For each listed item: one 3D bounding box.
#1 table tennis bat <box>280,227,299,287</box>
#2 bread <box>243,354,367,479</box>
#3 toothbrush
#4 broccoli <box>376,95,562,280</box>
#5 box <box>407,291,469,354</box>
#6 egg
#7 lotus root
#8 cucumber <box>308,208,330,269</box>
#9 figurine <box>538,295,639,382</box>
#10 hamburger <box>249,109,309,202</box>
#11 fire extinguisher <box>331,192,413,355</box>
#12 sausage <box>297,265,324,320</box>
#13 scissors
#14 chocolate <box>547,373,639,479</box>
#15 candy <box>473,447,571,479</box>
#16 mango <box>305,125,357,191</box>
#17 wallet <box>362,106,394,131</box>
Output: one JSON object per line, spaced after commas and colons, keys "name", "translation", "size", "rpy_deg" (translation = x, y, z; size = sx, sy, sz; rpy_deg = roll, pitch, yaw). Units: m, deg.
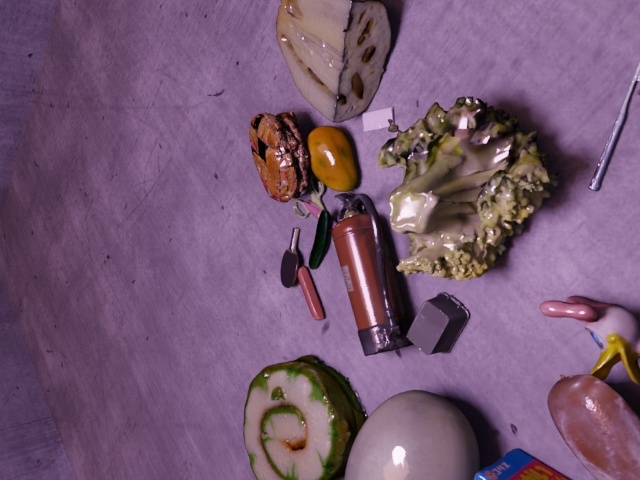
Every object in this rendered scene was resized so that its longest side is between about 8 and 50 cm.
{"name": "table tennis bat", "translation": [-0.076, 0.045, 1.485], "size": [0.095, 0.014, 0.158], "rpy_deg": [21, 102, 62]}
{"name": "bread", "translation": [-0.044, 0.487, 1.422], "size": [0.366, 0.129, 0.382], "rpy_deg": [-30, 73, 41]}
{"name": "toothbrush", "translation": [0.487, -0.185, 0.938], "size": [0.019, 0.016, 0.219], "rpy_deg": [26, 110, 31]}
{"name": "broccoli", "translation": [0.212, -0.083, 1.021], "size": [0.293, 0.281, 0.348], "rpy_deg": [42, 120, 20]}
{"name": "box", "translation": [0.235, 0.172, 1.171], "size": [0.084, 0.069, 0.122], "rpy_deg": [39, 119, 35]}
{"name": "egg", "translation": [0.176, 0.462, 1.121], "size": [0.258, 0.258, 0.352], "rpy_deg": [30, 116, 39]}
{"name": "lotus root", "translation": [0.020, -0.444, 1.287], "size": [0.260, 0.149, 0.267], "rpy_deg": [44, 140, 37]}
{"name": "cucumber", "translation": [0.000, 0.000, 1.393], "size": [0.036, 0.033, 0.184], "rpy_deg": [24, 123, 14]}
{"name": "figurine", "translation": [0.538, 0.172, 0.823], "size": [0.421, 0.154, 0.193], "rpy_deg": [7, 93, 42]}
{"name": "hamburger", "translation": [-0.097, -0.200, 1.389], "size": [0.231, 0.107, 0.231], "rpy_deg": [171, 90, -69]}
{"name": "fire extinguisher", "translation": [0.117, 0.048, 1.235], "size": [0.200, 0.113, 0.376], "rpy_deg": [-30, 72, 53]}
{"name": "sausage", "translation": [-0.026, 0.132, 1.445], "size": [0.147, 0.035, 0.030], "rpy_deg": [67, 155, 16]}
{"name": "scissors", "translation": [0.002, -0.065, 1.411], "size": [0.187, 0.020, 0.133], "rpy_deg": [56, 134, 25]}
{"name": "chocolate", "translation": [0.453, 0.334, 0.894], "size": [0.261, 0.083, 0.161], "rpy_deg": [52, 163, 14]}
{"name": "candy", "translation": [0.415, 0.486, 0.960], "size": [0.306, 0.157, 0.100], "rpy_deg": [26, 111, 39]}
{"name": "mango", "translation": [0.024, -0.187, 1.335], "size": [0.111, 0.089, 0.163], "rpy_deg": [-13, 91, 45]}
{"name": "wallet", "translation": [0.128, -0.269, 1.280], "size": [0.083, 0.011, 0.044], "rpy_deg": [-2, 92, 43]}
